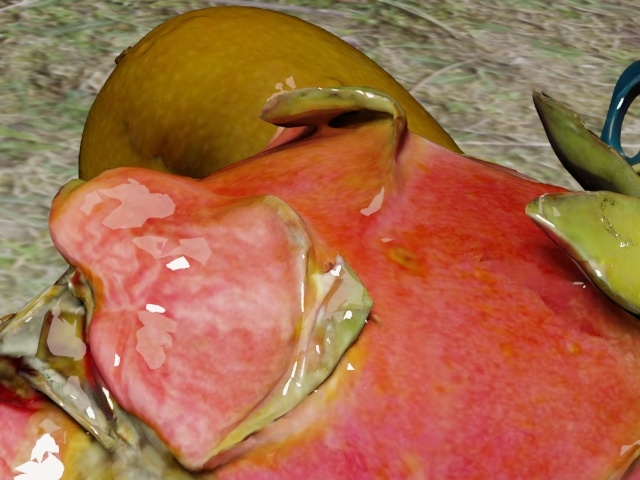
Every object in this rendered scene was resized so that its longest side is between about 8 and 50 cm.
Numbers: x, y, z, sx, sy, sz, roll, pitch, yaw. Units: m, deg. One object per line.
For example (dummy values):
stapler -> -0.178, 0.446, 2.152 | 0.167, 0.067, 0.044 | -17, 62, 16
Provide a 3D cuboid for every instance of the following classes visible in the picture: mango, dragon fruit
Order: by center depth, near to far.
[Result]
dragon fruit -> 0.015, 0.062, 0.527 | 0.224, 0.224, 0.227 | 20, -12, 31
mango -> 0.000, 0.000, 0.753 | 0.236, 0.166, 0.136 | 40, 83, 22

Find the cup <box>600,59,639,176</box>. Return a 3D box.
cup -> 0.186, 0.001, 0.765 | 0.155, 0.176, 0.131 | -11, -9, -41
